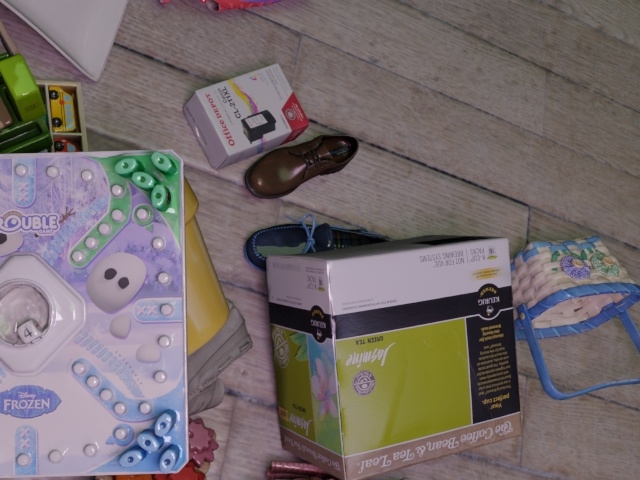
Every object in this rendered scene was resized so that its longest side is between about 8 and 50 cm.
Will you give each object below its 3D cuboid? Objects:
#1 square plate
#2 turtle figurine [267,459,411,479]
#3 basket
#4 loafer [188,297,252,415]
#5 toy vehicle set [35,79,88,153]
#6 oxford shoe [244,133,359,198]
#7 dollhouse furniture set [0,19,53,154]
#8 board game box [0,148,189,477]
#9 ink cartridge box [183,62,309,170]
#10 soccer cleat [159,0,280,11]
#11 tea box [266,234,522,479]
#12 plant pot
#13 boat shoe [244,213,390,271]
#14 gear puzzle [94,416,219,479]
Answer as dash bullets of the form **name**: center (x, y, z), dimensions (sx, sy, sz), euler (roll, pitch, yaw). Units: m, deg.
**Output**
- **square plate**: center (-0.430, -0.482, 1.345), dimensions (0.347, 0.049, 0.344), euler (41, 55, -48)
- **turtle figurine**: center (0.034, 0.441, 1.251), dimensions (0.266, 0.275, 0.198), euler (10, 90, -37)
- **basket**: center (0.468, 0.142, 1.579), dimensions (0.255, 0.201, 0.289), euler (-5, 66, -29)
- **loafer**: center (-0.187, 0.206, 1.244), dimensions (0.111, 0.112, 0.319), euler (52, 38, -12)
- **toy vehicle set**: center (-0.441, -0.118, 1.308), dimensions (0.166, 0.035, 0.267), euler (-3, 75, -27)
- **oxford shoe**: center (-0.030, -0.141, 1.487), dimensions (0.227, 0.096, 0.083), euler (-27, 89, -29)
- **dollhouse furniture set**: center (-0.540, -0.170, 1.155), dimensions (0.301, 0.197, 0.151), euler (-27, 79, -16)
- **board game box**: center (-0.357, 0.087, 1.016), dimensions (0.390, 0.050, 0.390), euler (-2, 87, 0)
- **ink cartridge box**: center (-0.127, -0.214, 1.474), dimensions (0.175, 0.072, 0.127), euler (-26, 87, -31)
- **soccer cleat**: center (-0.145, -0.460, 1.542), dimensions (0.318, 0.108, 0.116), euler (2, 95, -29)
- **tea box**: center (0.114, 0.166, 1.342), dimensions (0.329, 0.220, 0.323), euler (-6, 93, -28)
- **plant pot**: center (-0.256, 0.044, 1.199), dimensions (0.254, 0.254, 0.239), euler (-41, 110, -30)
- **boat shoe**: center (0.000, 0.000, 1.458), dimensions (0.258, 0.089, 0.109), euler (-6, 76, -28)
- **gear puzzle**: center (-0.237, 0.352, 1.166), dimensions (0.175, 0.044, 0.339), euler (28, 35, -15)
